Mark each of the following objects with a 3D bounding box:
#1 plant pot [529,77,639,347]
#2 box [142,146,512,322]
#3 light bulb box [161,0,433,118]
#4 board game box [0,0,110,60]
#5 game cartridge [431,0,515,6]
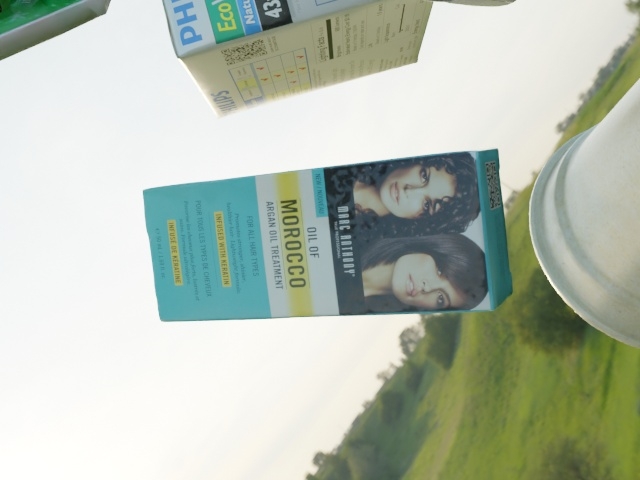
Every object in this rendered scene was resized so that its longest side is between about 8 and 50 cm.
[{"bbox_3d":[0.440,-0.077,0.915,0.334,0.333,0.305,-50,-15,-21],"label":"plant pot"},{"bbox_3d":[0.000,0.000,0.555,0.060,0.244,0.101,-17,-79,-65],"label":"box"},{"bbox_3d":[-0.038,-0.371,1.223,0.360,0.226,0.358,-15,-5,1],"label":"light bulb box"},{"bbox_3d":[-0.364,-0.109,0.360,0.390,0.389,0.050,-37,-40,-33],"label":"board game box"},{"bbox_3d":[0.033,-0.309,0.680,0.062,0.297,0.198,154,116,-68],"label":"game cartridge"}]
